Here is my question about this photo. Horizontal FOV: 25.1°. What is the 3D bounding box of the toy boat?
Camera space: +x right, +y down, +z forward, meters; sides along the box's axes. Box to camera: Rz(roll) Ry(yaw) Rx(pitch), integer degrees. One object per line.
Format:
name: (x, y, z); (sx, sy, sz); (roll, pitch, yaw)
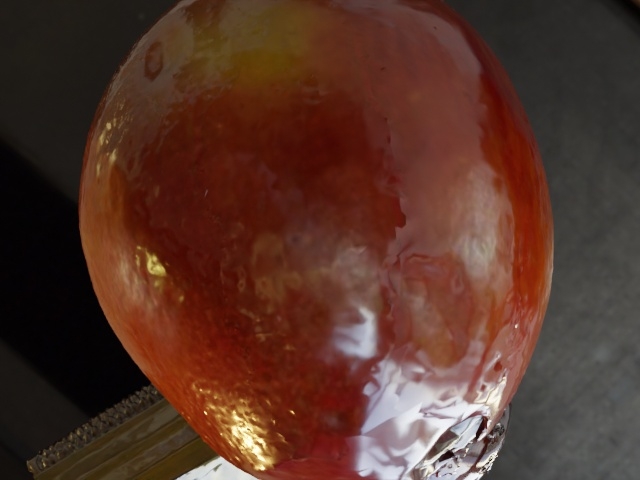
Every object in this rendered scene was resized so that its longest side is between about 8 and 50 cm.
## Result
toy boat: (-0.111, 0.149, 0.903); (0.115, 0.310, 0.089); (50, 168, 49)

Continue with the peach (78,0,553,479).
peach: (0.000, 0.000, 0.730); (0.238, 0.281, 0.281); (-2, -141, -31)

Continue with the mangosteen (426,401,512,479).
mangosteen: (0.055, 0.130, 1.076); (0.166, 0.180, 0.166); (19, -142, -15)
